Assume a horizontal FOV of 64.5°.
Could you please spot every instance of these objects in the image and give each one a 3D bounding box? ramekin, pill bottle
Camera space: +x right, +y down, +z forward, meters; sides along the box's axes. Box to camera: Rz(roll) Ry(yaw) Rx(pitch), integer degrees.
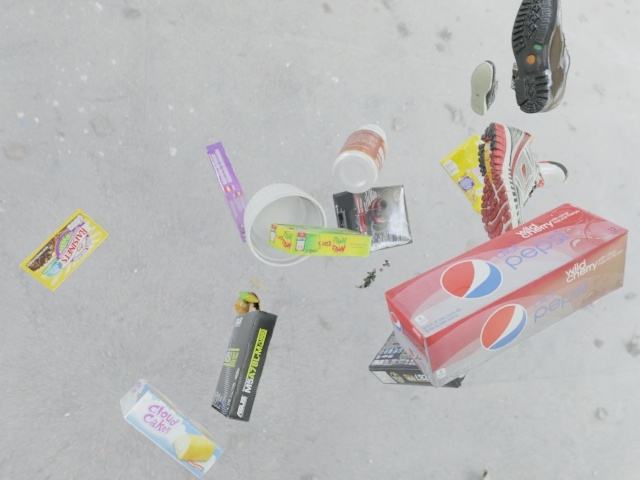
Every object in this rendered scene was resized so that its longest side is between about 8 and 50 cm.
[{"bbox_3d":[-0.099,-0.048,1.292,0.207,0.109,0.207,-12,123,-19],"label":"ramekin"},{"bbox_3d":[0.115,-0.230,1.374,0.121,0.121,0.216,35,40,-7],"label":"pill bottle"}]

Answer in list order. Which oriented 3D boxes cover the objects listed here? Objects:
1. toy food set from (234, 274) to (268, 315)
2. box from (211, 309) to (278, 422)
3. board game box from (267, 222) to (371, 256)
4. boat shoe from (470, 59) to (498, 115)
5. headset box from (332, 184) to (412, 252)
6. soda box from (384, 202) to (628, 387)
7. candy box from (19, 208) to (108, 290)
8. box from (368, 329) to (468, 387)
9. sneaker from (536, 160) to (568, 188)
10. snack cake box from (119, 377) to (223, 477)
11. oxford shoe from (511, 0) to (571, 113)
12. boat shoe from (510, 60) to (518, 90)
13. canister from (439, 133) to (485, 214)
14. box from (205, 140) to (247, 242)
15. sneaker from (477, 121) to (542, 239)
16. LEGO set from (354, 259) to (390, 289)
[{"bbox_3d":[-0.189,0.194,1.315,0.038,0.132,0.192,6,97,-32],"label":"toy food set"},{"bbox_3d":[-0.143,0.224,0.929,0.045,0.190,0.184,17,74,-17],"label":"box"},{"bbox_3d":[0.000,0.000,0.988,0.181,0.092,0.043,3,101,-36],"label":"board game box"},{"bbox_3d":[0.563,-0.529,1.726,0.079,0.233,0.084,-39,63,-8],"label":"boat shoe"},{"bbox_3d":[0.173,-0.072,1.751,0.293,0.110,0.218,-11,91,-42],"label":"headset box"},{"bbox_3d":[0.212,0.055,0.578,0.263,0.092,0.083,-26,123,-11],"label":"soda box"},{"bbox_3d":[-0.678,0.024,1.351,0.206,0.027,0.105,-52,122,-20],"label":"candy box"},{"bbox_3d":[0.361,0.318,1.639,0.097,0.395,0.318,44,62,-10],"label":"box"},{"bbox_3d":[0.630,-0.175,1.611,0.145,0.270,0.090,-43,117,-25],"label":"sneaker"},{"bbox_3d":[-0.395,0.490,1.339,0.264,0.152,0.089,47,73,-18],"label":"snack cake box"},{"bbox_3d":[0.400,-0.344,0.907,0.096,0.083,0.227,-11,107,-33],"label":"oxford shoe"},{"bbox_3d":[0.629,-0.495,1.579,0.066,0.183,0.066,36,103,33],"label":"boat shoe"},{"bbox_3d":[0.403,-0.172,1.301,0.126,0.073,0.170,-38,96,14],"label":"canister"},{"bbox_3d":[-0.285,-0.149,1.641,0.057,0.293,0.201,-23,62,-10],"label":"box"},{"bbox_3d":[0.317,-0.088,0.822,0.092,0.088,0.225,6,73,-6],"label":"sneaker"},{"bbox_3d":[0.106,0.072,0.992,0.023,0.083,0.054,52,26,-11],"label":"LEGO set"}]
